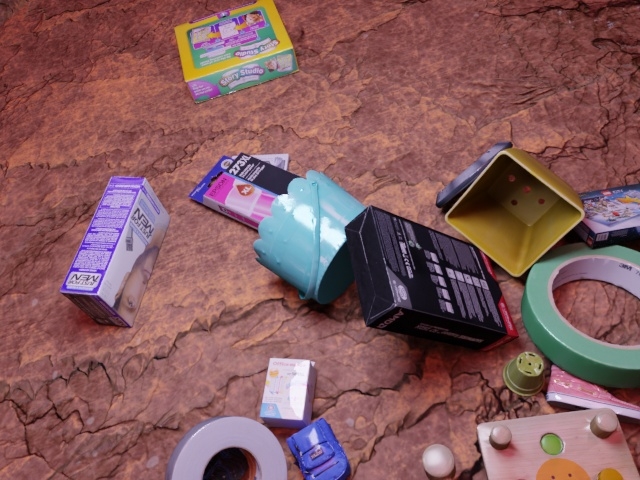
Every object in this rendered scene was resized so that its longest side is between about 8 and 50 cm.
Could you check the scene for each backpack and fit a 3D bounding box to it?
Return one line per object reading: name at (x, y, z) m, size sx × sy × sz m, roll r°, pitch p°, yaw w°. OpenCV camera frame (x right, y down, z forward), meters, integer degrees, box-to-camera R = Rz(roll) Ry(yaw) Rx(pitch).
backpack at (-0.004, 0.425, 1.031) m, size 0.098 × 0.101 × 0.120 m, roll -32°, pitch 61°, yaw -3°

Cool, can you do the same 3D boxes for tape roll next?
tape roll at (-0.177, 0.446, 0.994) m, size 0.219 × 0.072 × 0.219 m, roll 8°, pitch 72°, yaw -25°
tape roll at (0.588, 0.142, 1.088) m, size 0.321 × 0.077 × 0.321 m, roll -3°, pitch 47°, yaw 4°

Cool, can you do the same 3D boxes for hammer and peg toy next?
hammer and peg toy at (0.376, 0.452, 0.929) m, size 0.361 × 0.127 × 0.266 m, roll -11°, pitch 56°, yaw 7°

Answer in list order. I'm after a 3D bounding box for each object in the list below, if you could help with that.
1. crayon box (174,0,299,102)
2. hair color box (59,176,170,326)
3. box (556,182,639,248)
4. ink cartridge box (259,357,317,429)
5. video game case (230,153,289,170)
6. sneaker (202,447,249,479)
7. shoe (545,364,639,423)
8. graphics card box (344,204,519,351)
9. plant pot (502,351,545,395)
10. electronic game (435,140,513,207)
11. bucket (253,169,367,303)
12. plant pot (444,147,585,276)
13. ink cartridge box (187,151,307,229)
crayon box at (-0.290, -0.650, 1.784) m, size 0.363 × 0.106 × 0.313 m, roll -18°, pitch 57°, yaw -1°
hair color box at (-0.502, 0.026, 1.330) m, size 0.110 × 0.185 × 0.339 m, roll 4°, pitch 58°, yaw 11°
box at (0.688, -0.062, 1.209) m, size 0.233 × 0.044 × 0.159 m, roll -9°, pitch 35°, yaw -5°
ink cartridge box at (-0.065, 0.317, 1.117) m, size 0.092 × 0.090 × 0.143 m, roll 1°, pitch 58°, yaw 11°
video game case at (-0.183, -0.168, 1.498) m, size 0.173 × 0.022 × 0.190 m, roll -1°, pitch 57°, yaw 10°
sneaker at (-0.231, 0.470, 1.052) m, size 0.221 × 0.087 × 0.083 m, roll -32°, pitch 92°, yaw -30°
shoe at (0.542, 0.299, 1.034) m, size 0.178 × 0.063 × 0.081 m, roll 9°, pitch 63°, yaw 21°
graphics card box at (0.230, 0.087, 1.080) m, size 0.094 × 0.371 × 0.233 m, roll -40°, pitch 47°, yaw 37°
plant pot at (0.420, 0.264, 1.071) m, size 0.083 × 0.079 × 0.083 m, roll -5°, pitch 56°, yaw 7°
electronic game at (0.370, -0.158, 1.277) m, size 0.229 × 0.229 × 0.048 m, roll -39°, pitch 86°, yaw -15°
bucket at (0.000, 0.000, 1.213) m, size 0.183 × 0.281 × 0.281 m, roll 35°, pitch 69°, yaw 22°
plant pot at (0.451, -0.087, 1.195) m, size 0.212 × 0.212 × 0.187 m, roll 41°, pitch 39°, yaw 9°
ink cartridge box at (-0.180, -0.132, 1.425) m, size 0.371 × 0.069 × 0.176 m, roll 23°, pitch 64°, yaw 26°
